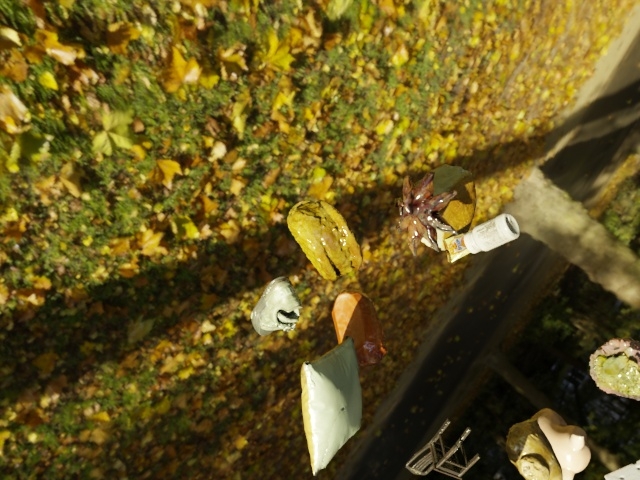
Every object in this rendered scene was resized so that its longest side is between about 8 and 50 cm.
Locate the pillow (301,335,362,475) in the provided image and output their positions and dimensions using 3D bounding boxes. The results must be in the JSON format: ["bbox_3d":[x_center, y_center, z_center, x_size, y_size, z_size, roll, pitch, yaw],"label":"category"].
[{"bbox_3d":[0.037,0.462,1.660,0.310,0.119,0.312,-14,98,-65],"label":"pillow"}]

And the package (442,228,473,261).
[{"bbox_3d":[0.480,0.016,1.943,0.121,0.108,0.031,-23,131,17],"label":"package"}]

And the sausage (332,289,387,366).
[{"bbox_3d":[0.127,0.288,1.914,0.153,0.267,0.141,-24,151,16],"label":"sausage"}]

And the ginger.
[{"bbox_3d":[0.656,0.676,1.714,0.123,0.270,0.219,-37,159,24],"label":"ginger"}]

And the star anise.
[{"bbox_3d":[0.289,-0.080,1.696,0.103,0.272,0.271,-3,126,-36],"label":"star anise"}]

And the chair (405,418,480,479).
[{"bbox_3d":[0.305,0.571,1.468,0.212,0.084,0.101,-57,-164,24],"label":"chair"}]

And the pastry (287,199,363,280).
[{"bbox_3d":[0.000,0.000,1.566,0.132,0.235,0.240,-31,105,-15],"label":"pastry"}]

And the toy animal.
[{"bbox_3d":[0.884,0.752,2.119,0.213,0.256,0.194,11,97,-31],"label":"toy animal"}]

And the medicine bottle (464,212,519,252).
[{"bbox_3d":[0.479,-0.017,1.609,0.140,0.079,0.079,-31,175,41],"label":"medicine bottle"}]

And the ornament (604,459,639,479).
[{"bbox_3d":[0.983,0.758,1.572,0.240,0.239,0.239,-30,115,10],"label":"ornament"}]

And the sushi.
[{"bbox_3d":[0.901,0.404,1.684,0.108,0.241,0.161,4,137,-33],"label":"sushi"}]

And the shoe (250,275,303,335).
[{"bbox_3d":[-0.141,0.258,1.889,0.109,0.149,0.292,-11,142,-32],"label":"shoe"}]

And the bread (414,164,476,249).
[{"bbox_3d":[0.458,-0.127,2.122,0.279,0.225,0.250,-37,122,-29],"label":"bread"}]
